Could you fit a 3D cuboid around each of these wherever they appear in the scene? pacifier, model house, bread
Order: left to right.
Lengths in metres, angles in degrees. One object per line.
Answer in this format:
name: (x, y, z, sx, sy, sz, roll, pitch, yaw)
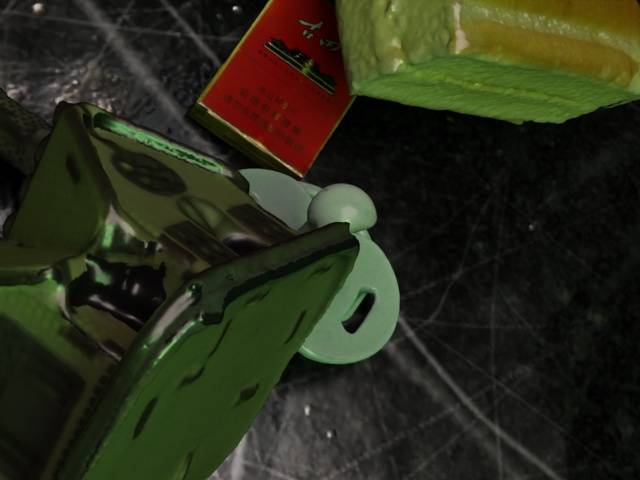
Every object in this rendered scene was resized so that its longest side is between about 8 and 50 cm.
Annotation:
model house: (-0.161, 0.012, 0.727, 0.279, 0.204, 0.218, 37, 22, 14)
pacifier: (0.000, 0.000, 0.830, 0.150, 0.116, 0.127, 43, 47, 1)
bread: (0.121, -0.211, 0.918, 0.246, 0.111, 0.239, 5, 76, -46)

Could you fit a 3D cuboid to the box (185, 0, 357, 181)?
box: (-0.021, -0.112, 0.915, 0.090, 0.023, 0.133, 37, 62, -8)
